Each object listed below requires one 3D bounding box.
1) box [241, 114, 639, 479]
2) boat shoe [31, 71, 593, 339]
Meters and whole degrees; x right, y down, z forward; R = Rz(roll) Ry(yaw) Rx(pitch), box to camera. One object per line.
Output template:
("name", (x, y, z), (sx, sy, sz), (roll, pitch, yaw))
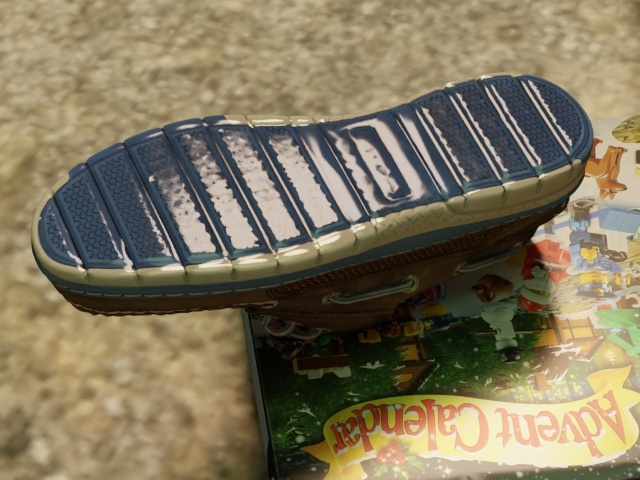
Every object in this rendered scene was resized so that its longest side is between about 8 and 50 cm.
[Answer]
("box", (0.091, 0.028, 0.566), (0.233, 0.044, 0.159), (-7, 48, -6))
("boat shoe", (0.000, 0.000, 0.516), (0.183, 0.066, 0.066), (-10, 50, -15))
